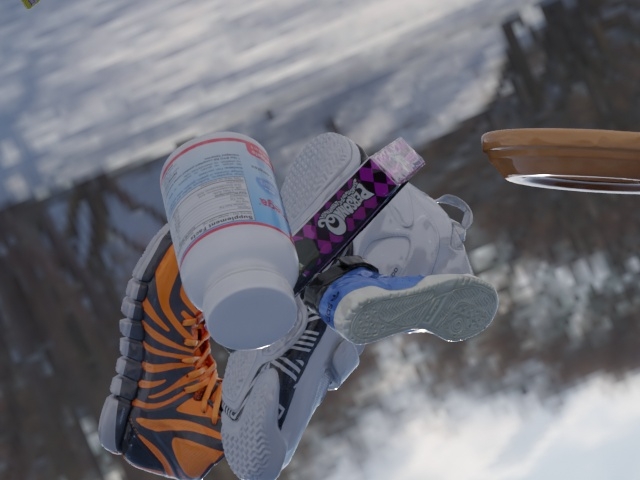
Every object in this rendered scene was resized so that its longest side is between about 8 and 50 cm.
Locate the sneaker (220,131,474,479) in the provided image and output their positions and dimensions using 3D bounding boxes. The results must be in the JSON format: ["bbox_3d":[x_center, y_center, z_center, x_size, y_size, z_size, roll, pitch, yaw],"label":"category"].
[{"bbox_3d":[0.037,0.089,2.011,0.210,0.366,0.137,20,167,-22],"label":"sneaker"}]

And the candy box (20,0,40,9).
[{"bbox_3d":[-0.452,-0.412,2.662,0.027,0.206,0.105,-35,157,-1],"label":"candy box"}]

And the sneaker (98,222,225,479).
[{"bbox_3d":[-0.138,0.136,2.278,0.180,0.321,0.124,23,-152,19],"label":"sneaker"}]

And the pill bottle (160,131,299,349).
[{"bbox_3d":[-0.064,0.001,1.444,0.087,0.087,0.160,-23,-134,6],"label":"pill bottle"}]

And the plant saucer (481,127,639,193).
[{"bbox_3d":[0.231,-0.063,1.623,0.200,0.037,0.200,5,177,0],"label":"plant saucer"}]

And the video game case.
[{"bbox_3d":[0.000,0.000,1.774,0.210,0.042,0.232,-45,179,12],"label":"video game case"}]

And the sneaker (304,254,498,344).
[{"bbox_3d":[0.059,0.043,1.527,0.152,0.058,0.084,-7,-156,-32],"label":"sneaker"}]
